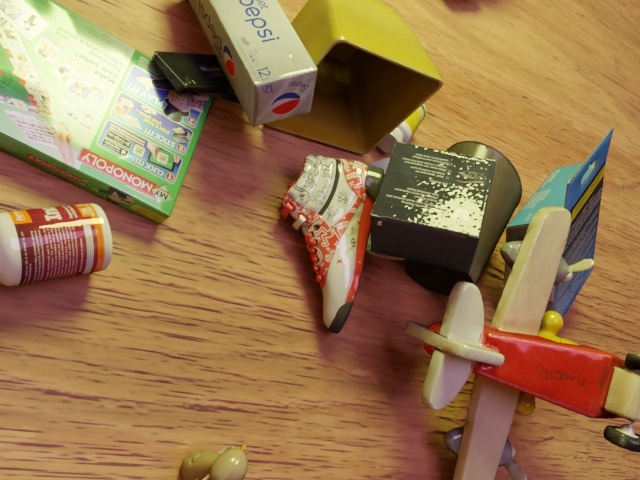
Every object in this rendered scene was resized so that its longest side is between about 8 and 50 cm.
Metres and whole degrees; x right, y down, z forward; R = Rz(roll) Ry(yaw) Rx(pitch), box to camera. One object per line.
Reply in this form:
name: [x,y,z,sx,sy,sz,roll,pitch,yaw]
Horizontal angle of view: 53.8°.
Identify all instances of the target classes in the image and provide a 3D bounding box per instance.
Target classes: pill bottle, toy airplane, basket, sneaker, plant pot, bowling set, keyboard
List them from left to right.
pill bottle: [-0.329,0.006,0.732,0.152,0.086,0.086,-10,81,-39]
bowling set: [-0.146,0.380,0.690,0.287,0.154,0.200,-42,100,-38]
keyboard: [-0.158,-0.238,0.941,0.108,0.023,0.180,47,32,14]
sneaker: [0.000,-0.001,0.985,0.145,0.090,0.270,14,85,-2]
plant pot: [0.042,-0.297,1.047,0.212,0.212,0.187,12,57,-33]
pill bottle: [0.147,-0.215,1.173,0.065,0.065,0.116,45,54,-15]
basket: [0.251,-0.027,1.128,0.227,0.154,0.204,-60,143,-29]
toy airplane: [0.312,0.191,1.023,0.386,0.272,0.384,-29,96,-4]

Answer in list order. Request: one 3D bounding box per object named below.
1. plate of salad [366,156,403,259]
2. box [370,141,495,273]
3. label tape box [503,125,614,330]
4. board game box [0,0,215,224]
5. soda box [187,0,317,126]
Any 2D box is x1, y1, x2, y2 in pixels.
plate of salad: [0.129,-0.062,1.052,0.200,0.048,0.200,-3,62,5]
box: [0.168,-0.052,0.951,0.156,0.093,0.158,13,54,12]
label tape box: [0.445,-0.027,1.193,0.240,0.106,0.333,-40,135,-39]
board game box: [-0.315,-0.184,0.835,0.317,0.046,0.213,28,60,-26]
soda box: [-0.108,-0.309,0.931,0.098,0.091,0.286,-19,65,-19]
